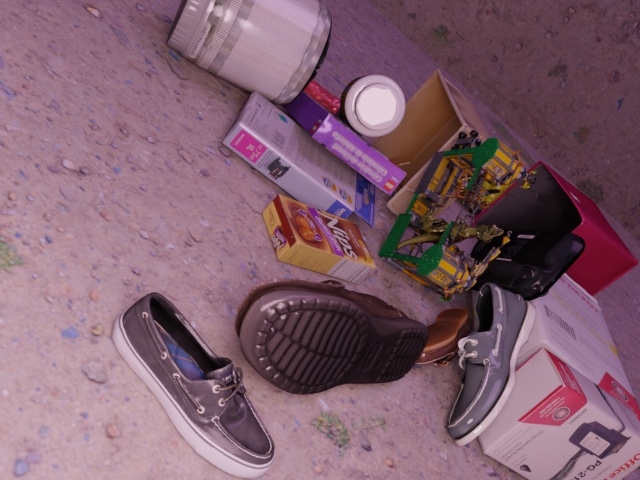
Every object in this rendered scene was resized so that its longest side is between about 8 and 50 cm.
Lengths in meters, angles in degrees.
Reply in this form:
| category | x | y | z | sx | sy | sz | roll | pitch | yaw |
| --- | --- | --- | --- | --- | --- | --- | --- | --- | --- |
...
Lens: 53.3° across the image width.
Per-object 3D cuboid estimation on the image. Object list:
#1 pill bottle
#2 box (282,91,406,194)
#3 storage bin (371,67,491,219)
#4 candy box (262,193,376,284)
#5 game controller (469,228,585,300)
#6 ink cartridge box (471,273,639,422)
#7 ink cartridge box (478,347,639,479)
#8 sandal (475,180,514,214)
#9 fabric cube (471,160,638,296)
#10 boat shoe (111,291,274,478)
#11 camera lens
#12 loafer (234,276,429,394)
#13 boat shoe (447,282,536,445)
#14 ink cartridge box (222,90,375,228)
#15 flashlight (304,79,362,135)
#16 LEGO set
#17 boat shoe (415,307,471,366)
| category | x | y | z | sx | sy | sz | roll | pitch | yaw |
| --- | --- | --- | --- | --- | --- | --- | --- | --- | --- |
| pill bottle | 0.102 | -0.267 | 1.261 | 0.117 | 0.117 | 0.215 | 40 | 10 | -10 |
| box | 0.038 | -0.211 | 1.298 | 0.200 | 0.057 | 0.293 | 33 | 11 | -25 |
| storage bin | 0.245 | -0.205 | 1.451 | 0.123 | 0.260 | 0.262 | 29 | 31 | -26 |
| candy box | 0.000 | 0.000 | 1.065 | 0.186 | 0.053 | 0.109 | 20 | 36 | -42 |
| game controller | 0.384 | 0.041 | 1.275 | 0.067 | 0.166 | 0.319 | 57 | -11 | -11 |
| ink cartridge box | 0.457 | 0.208 | 1.286 | 0.279 | 0.160 | 0.385 | 39 | 29 | -11 |
| ink cartridge box | 0.393 | 0.310 | 1.039 | 0.237 | 0.172 | 0.100 | 34 | 22 | -20 |
| sandal | 0.421 | -0.169 | 1.827 | 0.317 | 0.126 | 0.138 | 42 | -9 | 8 |
| fabric cube | 0.601 | 0.002 | 1.658 | 0.258 | 0.259 | 0.254 | 27 | 31 | -31 |
| boat shoe | -0.121 | 0.147 | 0.672 | 0.228 | 0.076 | 0.080 | 48 | 28 | 6 |
| camera lens | -0.132 | -0.408 | 1.236 | 0.274 | 0.219 | 0.220 | 22 | 34 | -22 |
| loafer | 0.005 | 0.120 | 0.859 | 0.130 | 0.134 | 0.365 | 36 | 7 | 37 |
| boat shoe | 0.261 | 0.191 | 1.049 | 0.099 | 0.116 | 0.319 | 39 | 49 | -1 |
| ink cartridge box | -0.029 | -0.140 | 1.202 | 0.311 | 0.065 | 0.186 | 35 | 27 | -14 |
| flashlight | -0.015 | -0.347 | 1.461 | 0.304 | 0.103 | 0.103 | 34 | 29 | -20 |
| LEGO set | 0.280 | -0.020 | 1.196 | 0.192 | 0.255 | 0.332 | 32 | 73 | -23 |
| boat shoe | 0.209 | 0.178 | 1.089 | 0.207 | 0.073 | 0.073 | -18 | 106 | -53 |
